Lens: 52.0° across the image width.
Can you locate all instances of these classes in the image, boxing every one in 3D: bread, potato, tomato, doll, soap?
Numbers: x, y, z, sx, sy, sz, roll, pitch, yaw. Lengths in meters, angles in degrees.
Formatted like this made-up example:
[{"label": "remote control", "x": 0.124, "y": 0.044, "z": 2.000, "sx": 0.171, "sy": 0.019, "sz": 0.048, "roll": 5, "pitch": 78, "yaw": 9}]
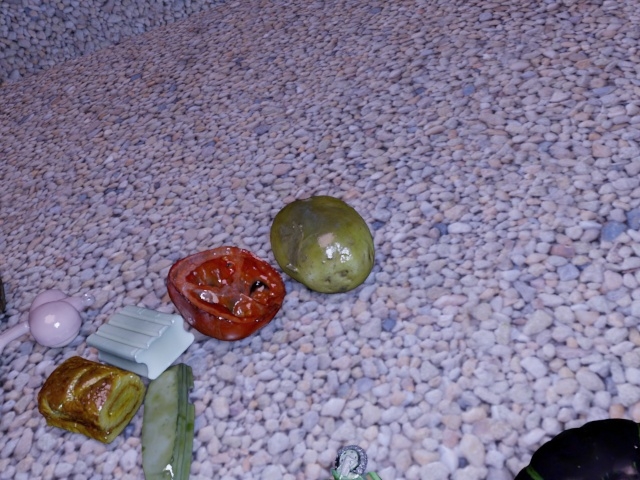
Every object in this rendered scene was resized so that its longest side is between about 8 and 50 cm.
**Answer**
[{"label": "bread", "x": -0.420, "y": 0.285, "z": 1.197, "sx": 0.172, "sy": 0.103, "sz": 0.132, "roll": 5, "pitch": 46, "yaw": 32}, {"label": "potato", "x": -0.001, "y": 0.002, "z": 1.301, "sx": 0.197, "sy": 0.148, "sz": 0.228, "roll": -29, "pitch": 42, "yaw": 13}, {"label": "tomato", "x": -0.185, "y": 0.113, "z": 1.270, "sx": 0.228, "sy": 0.101, "sz": 0.228, "roll": 11, "pitch": 32, "yaw": -7}, {"label": "doll", "x": -0.649, "y": 0.205, "z": 1.389, "sx": 0.365, "sy": 0.094, "sz": 0.160, "roll": -26, "pitch": 33, "yaw": -8}, {"label": "soap", "x": -0.348, "y": 0.191, "z": 1.260, "sx": 0.198, "sy": 0.066, "sz": 0.119, "roll": 4, "pitch": 38, "yaw": 45}]

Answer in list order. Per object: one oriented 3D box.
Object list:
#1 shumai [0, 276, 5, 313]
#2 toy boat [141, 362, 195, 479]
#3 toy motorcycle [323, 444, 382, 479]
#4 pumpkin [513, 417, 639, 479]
[{"label": "shumai", "x": -0.835, "y": 0.141, "z": 1.518, "sx": 0.218, "sy": 0.184, "sz": 0.185, "roll": 39, "pitch": 102, "yaw": 33}, {"label": "toy boat", "x": -0.261, "y": 0.323, "z": 1.125, "sx": 0.093, "sy": 0.055, "sz": 0.293, "roll": -19, "pitch": 40, "yaw": 6}, {"label": "toy motorcycle", "x": 0.059, "y": 0.379, "z": 0.923, "sx": 0.106, "sy": 0.074, "sz": 0.190, "roll": -38, "pitch": 43, "yaw": -5}, {"label": "pumpkin", "x": 0.350, "y": 0.348, "z": 0.732, "sx": 0.296, "sy": 0.295, "sz": 0.295, "roll": -12, "pitch": 41, "yaw": 11}]
